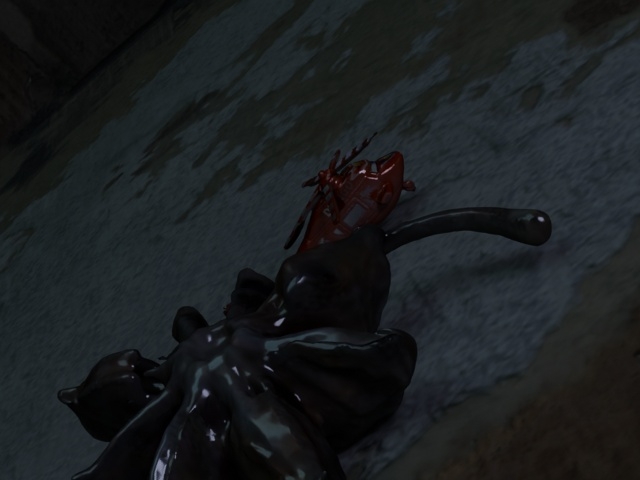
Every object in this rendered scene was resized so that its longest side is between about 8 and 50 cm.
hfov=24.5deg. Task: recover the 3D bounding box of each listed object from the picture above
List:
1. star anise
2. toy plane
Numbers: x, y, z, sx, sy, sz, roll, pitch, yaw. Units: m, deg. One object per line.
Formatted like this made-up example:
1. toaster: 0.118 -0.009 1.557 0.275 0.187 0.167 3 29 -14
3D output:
1. star anise: -0.028 0.113 1.032 0.359 0.139 0.316 -7 47 34
2. toy plane: 0.002 0.001 1.240 0.194 0.077 0.126 -57 20 -14
